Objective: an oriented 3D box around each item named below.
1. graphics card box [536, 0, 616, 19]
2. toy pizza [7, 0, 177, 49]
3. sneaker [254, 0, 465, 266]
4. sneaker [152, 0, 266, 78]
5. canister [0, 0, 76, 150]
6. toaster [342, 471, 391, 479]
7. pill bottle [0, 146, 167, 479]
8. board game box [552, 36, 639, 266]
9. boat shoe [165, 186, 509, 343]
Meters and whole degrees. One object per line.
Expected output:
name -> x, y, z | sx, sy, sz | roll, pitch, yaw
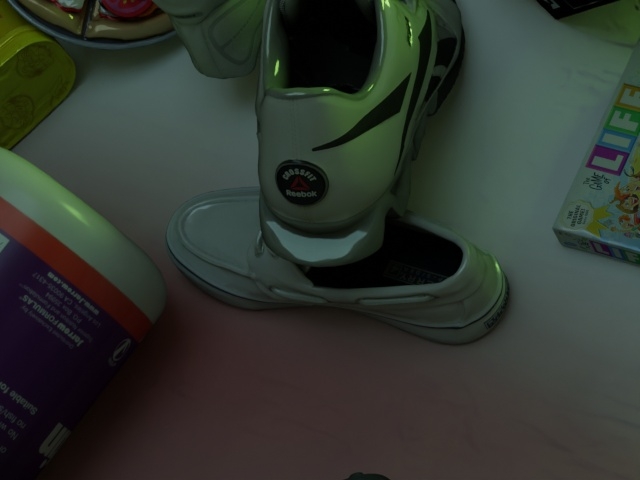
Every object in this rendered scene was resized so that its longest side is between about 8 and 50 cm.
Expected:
graphics card box -> 0.247, -0.264, 1.074 | 0.094, 0.371, 0.233 | 41, 84, -9
toy pizza -> -0.161, -0.244, 1.351 | 0.201, 0.032, 0.201 | 2, 76, -6
sneaker -> 0.026, -0.143, 1.169 | 0.123, 0.146, 0.330 | -1, 40, 10
sneaker -> -0.040, -0.239, 1.319 | 0.110, 0.118, 0.292 | 6, 46, 31
canister -> -0.289, -0.150, 1.393 | 0.126, 0.073, 0.170 | -43, 54, -4
toaster -> -0.014, 0.250, 1.026 | 0.227, 0.129, 0.146 | -28, 58, 6
pill bottle -> -0.261, 0.105, 1.178 | 0.181, 0.181, 0.323 | 31, 79, 33
board game box -> 0.230, -0.055, 1.145 | 0.103, 0.026, 0.154 | 16, 71, 30
boat shoe -> 0.000, 0.000, 1.179 | 0.258, 0.084, 0.095 | 7, 67, 26
